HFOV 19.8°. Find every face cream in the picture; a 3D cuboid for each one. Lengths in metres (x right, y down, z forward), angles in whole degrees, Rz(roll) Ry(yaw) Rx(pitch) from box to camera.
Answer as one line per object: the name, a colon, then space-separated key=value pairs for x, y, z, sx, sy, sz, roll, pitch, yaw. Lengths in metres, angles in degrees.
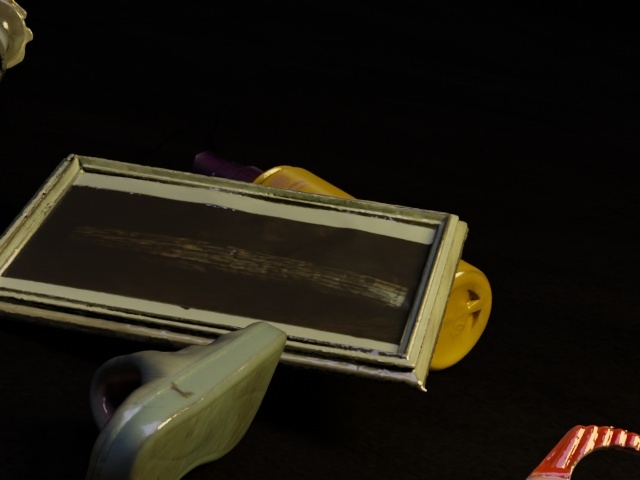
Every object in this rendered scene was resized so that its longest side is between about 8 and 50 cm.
face cream: x=0.000 y=0.000 z=1.310 sx=0.078 sy=0.078 sz=0.273 roll=-1 pitch=25 yaw=-47

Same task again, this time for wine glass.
wine glass: x=-0.290 y=-0.166 z=1.561 sx=0.072 sy=0.072 sz=0.155 roll=16 pitch=16 yaw=-5

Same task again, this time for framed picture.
framed picture: x=-0.060 y=0.010 z=1.172 sx=0.293 sy=0.018 sz=0.231 roll=9 pitch=26 yaw=7

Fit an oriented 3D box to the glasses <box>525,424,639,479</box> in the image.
glasses: x=0.167 y=0.196 z=0.901 sx=0.255 sy=0.095 sz=0.162 roll=21 pitch=45 yaw=8

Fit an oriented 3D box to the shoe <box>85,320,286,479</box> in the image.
shoe: x=-0.084 y=0.081 z=0.970 sx=0.078 sy=0.079 sz=0.195 roll=28 pitch=23 yaw=10
